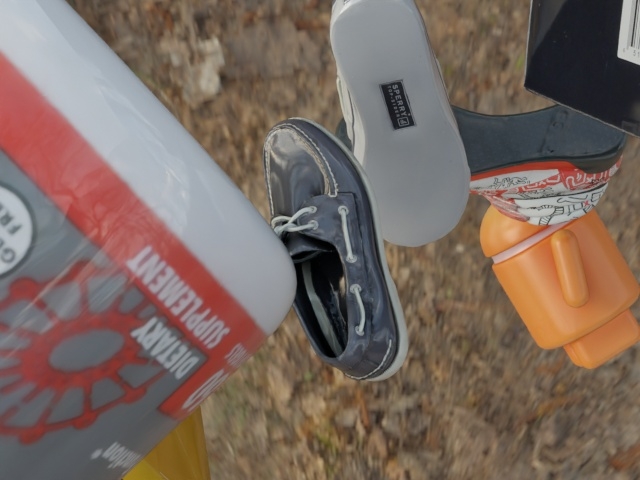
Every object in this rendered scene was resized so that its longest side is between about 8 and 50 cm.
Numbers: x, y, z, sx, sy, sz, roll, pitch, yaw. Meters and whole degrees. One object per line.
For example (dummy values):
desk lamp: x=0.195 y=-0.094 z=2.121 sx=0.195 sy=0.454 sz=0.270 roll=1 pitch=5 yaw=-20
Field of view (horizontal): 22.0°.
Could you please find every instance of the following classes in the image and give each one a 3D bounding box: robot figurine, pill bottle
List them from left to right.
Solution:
pill bottle: x=-0.201 y=0.066 z=0.547 sx=0.363 sy=0.210 sz=0.210 roll=-44 pitch=77 yaw=-3
robot figurine: x=0.252 y=0.026 z=1.732 sx=0.128 sy=0.158 sz=0.219 roll=-31 pitch=90 yaw=35

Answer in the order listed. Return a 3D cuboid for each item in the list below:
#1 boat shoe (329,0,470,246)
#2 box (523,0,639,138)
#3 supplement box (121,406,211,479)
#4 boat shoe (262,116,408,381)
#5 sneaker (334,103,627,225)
boat shoe: x=0.058 y=-0.112 z=1.321 sx=0.096 sy=0.267 sz=0.088 roll=-13 pitch=43 yaw=10
box: x=0.366 y=-0.161 z=1.164 sx=0.312 sy=0.343 sz=0.179 roll=-4 pitch=109 yaw=-24
supplement box: x=-0.192 y=0.115 z=1.088 sx=0.194 sy=0.129 sz=0.191 roll=-21 pitch=52 yaw=12
boat shoe: x=0.000 y=0.000 z=1.148 sx=0.075 sy=0.065 sz=0.206 roll=-31 pitch=67 yaw=29
sneaker: x=0.148 y=-0.067 z=1.560 sx=0.270 sy=0.145 sz=0.090 roll=-2 pitch=65 yaw=-1
